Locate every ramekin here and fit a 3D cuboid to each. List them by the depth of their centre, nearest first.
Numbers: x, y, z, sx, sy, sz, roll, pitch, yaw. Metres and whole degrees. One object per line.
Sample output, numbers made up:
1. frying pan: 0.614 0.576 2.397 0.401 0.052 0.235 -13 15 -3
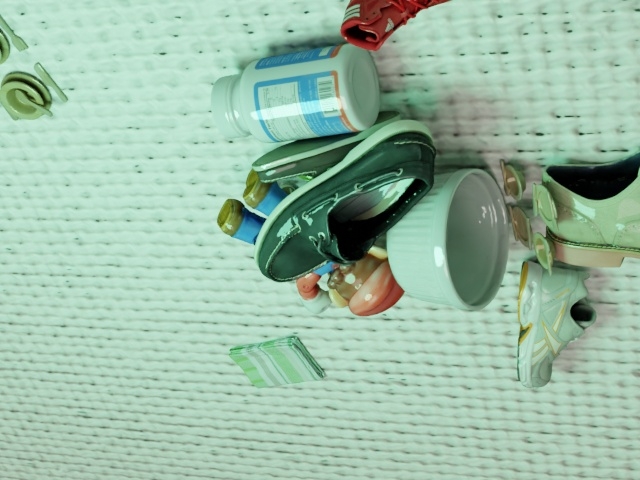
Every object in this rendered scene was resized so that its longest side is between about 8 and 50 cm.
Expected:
1. ramekin: 0.184 -0.002 1.891 0.109 0.207 0.207 0 134 34

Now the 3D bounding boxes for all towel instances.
1. towel: -0.081 0.229 2.358 0.152 0.023 0.113 -13 127 32

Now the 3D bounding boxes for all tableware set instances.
1. tableware set: 0.303 -0.034 1.863 0.020 0.168 0.141 -18 119 -11
2. tableware set: -0.497 -0.259 2.009 0.128 0.039 0.194 -14 127 32

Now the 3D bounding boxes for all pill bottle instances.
1. pill bottle: -0.038 -0.203 1.825 0.221 0.124 0.124 -5 132 27

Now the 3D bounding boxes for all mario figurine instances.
1. mario figurine: 0.000 0.000 2.027 0.320 0.170 0.198 33 154 -19

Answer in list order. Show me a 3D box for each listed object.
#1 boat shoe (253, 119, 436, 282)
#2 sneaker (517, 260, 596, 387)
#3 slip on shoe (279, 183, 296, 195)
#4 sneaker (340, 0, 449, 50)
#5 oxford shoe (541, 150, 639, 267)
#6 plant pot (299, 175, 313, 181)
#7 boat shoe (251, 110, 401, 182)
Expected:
1. boat shoe: 0.037 -0.025 1.821 0.340 0.113 0.127 -37 138 24
2. sneaker: 0.374 0.145 2.045 0.121 0.099 0.262 4 136 12
3. slip on shoe: -0.054 -0.032 2.067 0.051 0.041 0.135 -13 119 -8
4. sneaker: 0.122 -0.302 1.656 0.221 0.128 0.087 -20 125 37
5. oxford shoe: 0.492 -0.049 1.769 0.397 0.140 0.146 -4 126 23
6. plant pot: 0.001 -0.140 1.916 0.083 0.083 0.079 12 124 9
7. boat shoe: 0.016 -0.119 1.846 0.228 0.081 0.068 -19 111 -9
